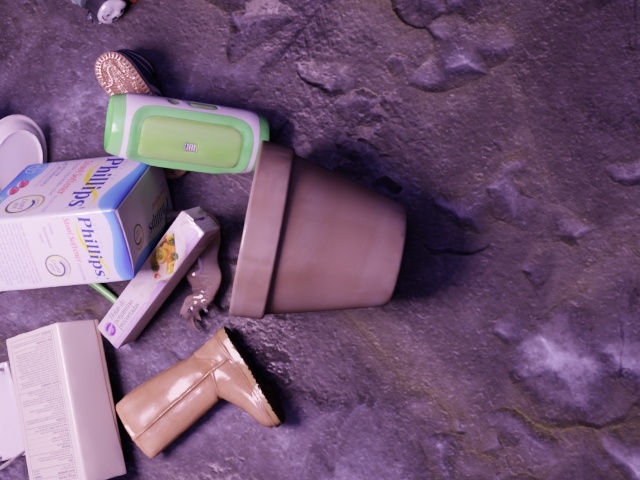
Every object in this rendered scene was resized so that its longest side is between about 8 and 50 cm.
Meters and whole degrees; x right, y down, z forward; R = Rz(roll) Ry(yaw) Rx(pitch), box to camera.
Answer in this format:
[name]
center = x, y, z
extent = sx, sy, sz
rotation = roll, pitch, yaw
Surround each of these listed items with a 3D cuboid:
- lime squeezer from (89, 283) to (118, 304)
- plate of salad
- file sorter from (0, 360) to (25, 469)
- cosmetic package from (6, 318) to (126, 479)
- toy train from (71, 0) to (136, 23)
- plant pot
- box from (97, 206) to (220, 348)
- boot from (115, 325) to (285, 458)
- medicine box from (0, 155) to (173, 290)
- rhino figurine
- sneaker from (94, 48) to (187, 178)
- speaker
[lime squeezer]
center = -0.534, 0.078, 1.826
extent = 0.310, 0.059, 0.109
rotation = 7, 85, 12
[plate of salad]
center = -0.624, -0.156, 1.799
extent = 0.048, 0.200, 0.199
rotation = 13, 86, 21
[file sorter]
center = -0.743, 0.380, 1.759
extent = 0.278, 0.173, 0.192
rotation = -16, 93, 9
[cosmetic package]
center = -0.495, 0.321, 1.740
extent = 0.160, 0.113, 0.309
rotation = -17, 81, 31
[toy train]
center = -0.494, -0.604, 1.862
extent = 0.334, 0.142, 0.190
rotation = 47, 106, 11
[plant pot]
center = 0.000, 0.000, 1.618
extent = 0.280, 0.323, 0.323
rotation = 10, 86, -3
[box]
center = -0.312, 0.073, 1.714
extent = 0.063, 0.067, 0.324
rotation = 45, 115, 12
[boot]
center = -0.229, 0.330, 1.723
extent = 0.269, 0.089, 0.236
rotation = -38, 65, 4
[medicine box]
center = -0.461, -0.041, 1.702
extent = 0.289, 0.263, 0.149
rotation = -6, 118, 11
[rhino figurine]
center = -0.244, 0.058, 1.760
extent = 0.106, 0.073, 0.243
rotation = -3, 85, 15
[sneaker]
center = -0.349, -0.265, 1.816
extent = 0.099, 0.153, 0.282
rotation = -28, 109, 5
[speaker]
center = -0.253, -0.202, 1.702
extent = 0.297, 0.131, 0.131
rotation = 6, 84, -19
